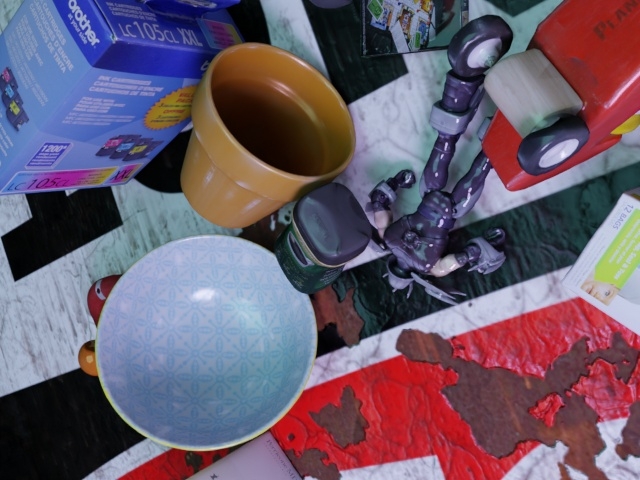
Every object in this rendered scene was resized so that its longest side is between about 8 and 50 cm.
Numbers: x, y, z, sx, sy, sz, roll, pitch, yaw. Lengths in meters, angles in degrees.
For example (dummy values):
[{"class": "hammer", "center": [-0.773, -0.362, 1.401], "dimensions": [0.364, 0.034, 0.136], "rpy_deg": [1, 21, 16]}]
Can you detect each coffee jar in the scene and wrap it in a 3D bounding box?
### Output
[{"class": "coffee jar", "center": [0.000, 0.000, 0.849], "dimensions": [0.096, 0.079, 0.184], "rpy_deg": [59, 160, 8]}]

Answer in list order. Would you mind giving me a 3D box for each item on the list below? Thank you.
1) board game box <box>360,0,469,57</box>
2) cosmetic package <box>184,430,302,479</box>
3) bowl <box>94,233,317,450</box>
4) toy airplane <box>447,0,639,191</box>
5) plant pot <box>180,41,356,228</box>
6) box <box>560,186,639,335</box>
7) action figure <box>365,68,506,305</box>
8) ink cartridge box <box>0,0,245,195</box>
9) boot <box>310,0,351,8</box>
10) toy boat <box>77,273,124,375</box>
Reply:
[{"class": "board game box", "center": [0.110, -0.356, 0.810], "dimensions": [0.136, 0.030, 0.260], "rpy_deg": [5, 100, 34]}, {"class": "cosmetic package", "center": [-0.109, 0.425, 0.946], "dimensions": [0.138, 0.224, 0.224], "rpy_deg": [-45, 73, 26]}, {"class": "bowl", "center": [-0.155, 0.151, 0.957], "dimensions": [0.289, 0.289, 0.156], "rpy_deg": [55, 163, 14]}, {"class": "toy airplane", "center": [0.324, -0.214, 0.549], "dimensions": [0.384, 0.272, 0.386], "rpy_deg": [13, 101, 46]}, {"class": "plant pot", "center": [-0.089, -0.116, 0.886], "dimensions": [0.205, 0.205, 0.188], "rpy_deg": [59, 138, 11]}, {"class": "box", "center": [0.363, 0.048, 0.663], "dimensions": [0.203, 0.103, 0.114], "rpy_deg": [37, 115, 23]}, {"class": "action figure", "center": [0.148, -0.050, 0.796], "dimensions": [0.185, 0.099, 0.285], "rpy_deg": [33, 117, 17]}, {"class": "ink cartridge box", "center": [-0.284, -0.233, 0.934], "dimensions": [0.395, 0.270, 0.151], "rpy_deg": [-38, 79, 31]}, {"class": "boot", "center": [-0.029, -0.522, 0.770], "dimensions": [0.445, 0.146, 0.367], "rpy_deg": [44, 98, 20]}, {"class": "toy boat", "center": [-0.318, 0.170, 1.086], "dimensions": [0.151, 0.151, 0.231], "rpy_deg": [-16, 89, 33]}]
